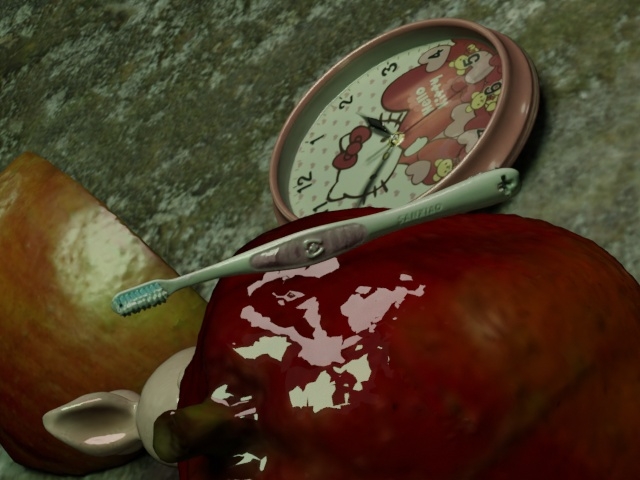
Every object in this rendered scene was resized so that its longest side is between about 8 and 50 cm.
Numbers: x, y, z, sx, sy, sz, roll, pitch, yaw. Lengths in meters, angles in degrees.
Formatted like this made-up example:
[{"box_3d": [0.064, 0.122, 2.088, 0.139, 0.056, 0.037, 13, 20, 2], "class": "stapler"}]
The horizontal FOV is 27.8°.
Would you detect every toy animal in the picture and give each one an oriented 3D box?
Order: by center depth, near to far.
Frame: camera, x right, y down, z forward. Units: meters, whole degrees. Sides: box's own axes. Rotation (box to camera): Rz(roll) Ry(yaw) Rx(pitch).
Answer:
[{"box_3d": [-0.084, 0.128, 0.925, 0.213, 0.124, 0.124, -28, 38, 18], "class": "toy animal"}]

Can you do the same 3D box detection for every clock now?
[{"box_3d": [0.065, -0.082, 1.047, 0.244, 0.056, 0.244, -23, 42, 23], "class": "clock"}]

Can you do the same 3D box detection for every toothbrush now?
[{"box_3d": [0.000, 0.000, 0.609, 0.204, 0.017, 0.022, -18, 20, -10], "class": "toothbrush"}]

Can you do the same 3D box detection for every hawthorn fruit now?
[{"box_3d": [0.038, 0.106, 0.669, 0.265, 0.307, 0.265, -3, 86, 48], "class": "hawthorn fruit"}]

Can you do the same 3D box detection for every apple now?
[{"box_3d": [-0.209, 0.057, 1.096, 0.179, 0.254, 0.346, -9, 23, -32], "class": "apple"}]
